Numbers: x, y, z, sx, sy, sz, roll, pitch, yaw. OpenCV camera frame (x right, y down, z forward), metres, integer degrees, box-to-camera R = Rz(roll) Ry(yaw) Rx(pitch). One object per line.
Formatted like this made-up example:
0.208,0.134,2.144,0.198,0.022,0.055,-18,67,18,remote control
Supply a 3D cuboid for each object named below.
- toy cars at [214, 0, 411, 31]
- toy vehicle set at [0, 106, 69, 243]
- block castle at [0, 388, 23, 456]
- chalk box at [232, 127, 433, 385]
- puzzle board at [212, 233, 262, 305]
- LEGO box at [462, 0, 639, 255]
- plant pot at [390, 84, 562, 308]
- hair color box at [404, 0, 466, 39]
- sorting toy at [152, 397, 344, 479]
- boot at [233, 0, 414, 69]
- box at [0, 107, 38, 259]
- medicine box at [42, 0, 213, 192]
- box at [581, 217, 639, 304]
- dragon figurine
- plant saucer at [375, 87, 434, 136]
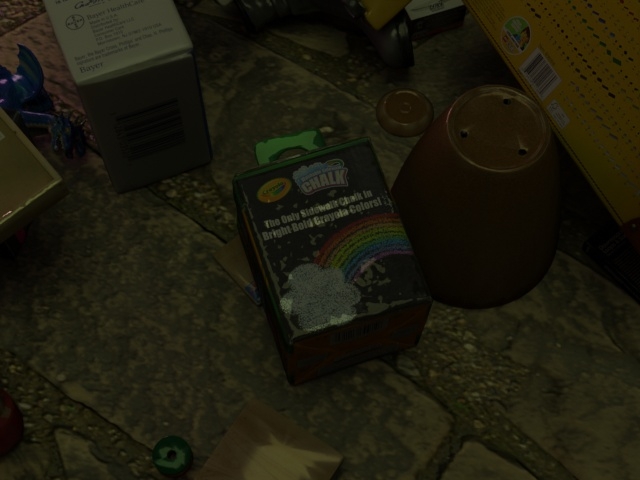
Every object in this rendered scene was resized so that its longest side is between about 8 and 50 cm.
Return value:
-0.061,-0.390,1.341,0.393,0.087,0.176,7,94,-7,toy cars
-0.445,-0.104,1.183,0.166,0.035,0.267,-38,71,-16,toy vehicle set
-0.583,0.277,1.092,0.453,0.213,0.303,4,52,-5,block castle
0.000,0.000,1.227,0.180,0.179,0.289,-16,67,-8,chalk box
-0.064,0.016,1.321,0.128,0.011,0.096,-38,71,-16,puzzle board
0.436,-0.237,1.255,0.372,0.193,0.500,-8,59,-40,LEGO box
0.200,-0.070,1.228,0.237,0.254,0.237,0,65,0,plant pot
0.143,-0.389,1.494,0.093,0.053,0.167,-18,64,-10,hair color box
-0.054,0.283,1.170,0.274,0.046,0.132,30,68,14,sorting toy
-0.011,-0.348,1.459,0.222,0.118,0.338,-22,59,-3,boot
-0.519,-0.092,1.289,0.270,0.165,0.143,10,64,6,box
-0.267,-0.260,1.316,0.149,0.263,0.289,-20,66,-10,medicine box
0.440,0.028,1.303,0.116,0.029,0.162,-36,70,-17,box
-0.428,-0.215,1.393,0.144,0.085,0.289,-23,67,-11,dragon figurine
0.121,-0.186,1.416,0.083,0.015,0.083,0,64,0,plant saucer
